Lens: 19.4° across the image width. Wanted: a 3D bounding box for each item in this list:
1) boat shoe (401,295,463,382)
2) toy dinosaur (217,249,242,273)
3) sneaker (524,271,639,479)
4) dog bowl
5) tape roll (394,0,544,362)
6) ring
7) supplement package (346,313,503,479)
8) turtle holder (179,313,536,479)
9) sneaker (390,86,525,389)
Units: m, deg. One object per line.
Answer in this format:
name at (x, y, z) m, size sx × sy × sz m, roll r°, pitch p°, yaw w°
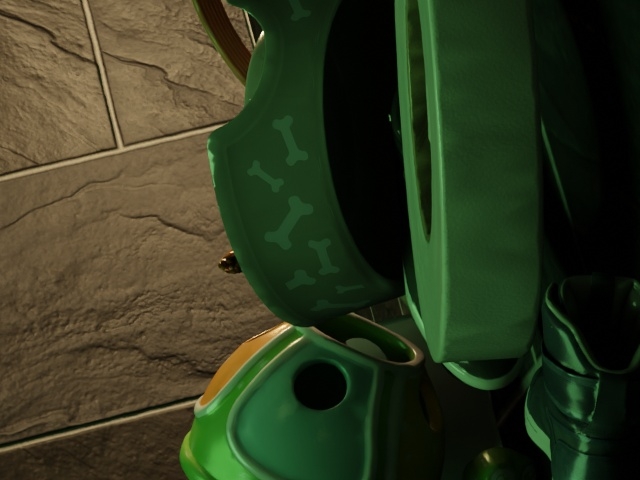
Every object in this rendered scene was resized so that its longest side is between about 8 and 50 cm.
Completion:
boat shoe at (0.116, 0.047, 1.903) m, size 0.095 × 0.095 × 0.257 m, roll 73°, pitch 178°, yaw -45°
toy dinosaur at (0.000, 0.000, 2.236) m, size 0.322 × 0.218 × 0.164 m, roll -49°, pitch -60°, yaw -43°
sneaker at (0.188, 0.084, 1.296) m, size 0.226 × 0.086 × 0.163 m, roll -94°, pitch 1°, yaw -70°
dog bowl at (0.018, -0.096, 1.753) m, size 0.349 × 0.102 × 0.348 m, roll -5°, pitch -90°, yaw -66°
tape roll at (0.103, -0.104, 1.382) m, size 0.392 × 0.072 × 0.392 m, roll 177°, pitch 90°, yaw -89°
ring at (-0.055, -0.275, 2.332) m, size 0.336 × 0.032 × 0.336 m, roll 42°, pitch -149°, yaw -33°
supplement package at (0.101, 0.181, 2.079) m, size 0.203 × 0.149 × 0.194 m, roll 138°, pitch 118°, yaw -85°
turtle holder at (0.025, 0.208, 1.841) m, size 0.320 × 0.243 × 0.227 m, roll 32°, pitch 107°, yaw 37°
sneaker at (0.114, -0.022, 1.631) m, size 0.147 × 0.104 × 0.295 m, roll 76°, pitch -177°, yaw -71°
